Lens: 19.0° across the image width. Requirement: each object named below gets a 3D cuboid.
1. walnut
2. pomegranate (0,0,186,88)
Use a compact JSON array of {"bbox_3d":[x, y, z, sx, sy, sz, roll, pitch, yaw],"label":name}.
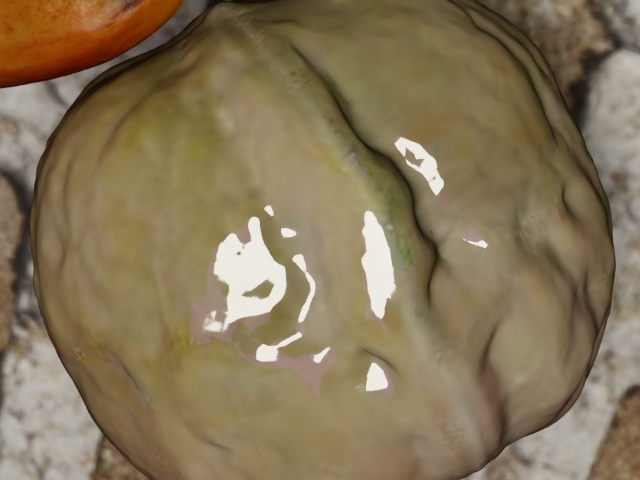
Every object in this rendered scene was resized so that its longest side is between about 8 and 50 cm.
[{"bbox_3d":[0.000,0.001,0.827,0.248,0.248,0.248,4,112,10],"label":"walnut"},{"bbox_3d":[-0.142,-0.162,0.812,0.209,0.209,0.209,4,112,10],"label":"pomegranate"}]
